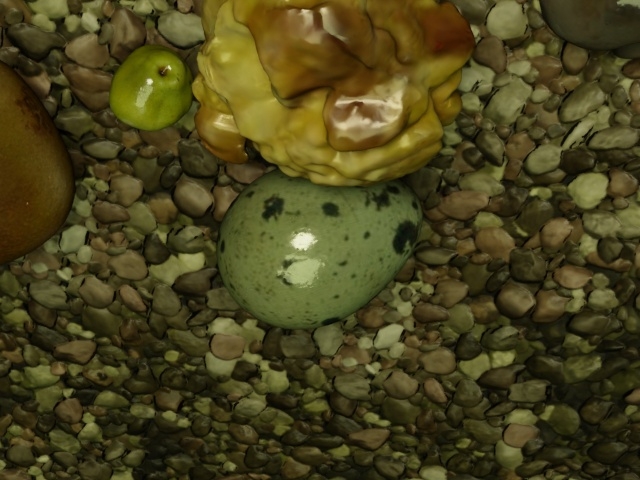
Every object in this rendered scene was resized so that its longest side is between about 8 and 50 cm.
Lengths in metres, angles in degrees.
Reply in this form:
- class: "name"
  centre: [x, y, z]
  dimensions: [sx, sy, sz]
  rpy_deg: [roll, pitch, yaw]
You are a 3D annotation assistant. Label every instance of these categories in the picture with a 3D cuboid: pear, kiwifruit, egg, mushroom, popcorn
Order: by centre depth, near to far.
- class: "mushroom"
  centre: [0.297, -0.236, 0.985]
  dimensions: [0.188, 0.117, 0.141]
  rpy_deg: [-20, 108, 23]
- class: "popcorn"
  centre: [0.006, -0.167, 1.000]
  dimensions: [0.265, 0.225, 0.332]
  rpy_deg: [40, 141, -7]
- class: "kiwifruit"
  centre: [-0.367, -0.090, 1.094]
  dimensions: [0.196, 0.196, 0.234]
  rpy_deg: [-13, 115, 14]
- class: "pear"
  centre: [-0.175, -0.155, 1.096]
  dimensions: [0.092, 0.092, 0.097]
  rpy_deg: [36, 162, -18]
- class: "egg"
  centre: [0.000, 0.000, 1.128]
  dimensions: [0.228, 0.177, 0.177]
  rpy_deg: [-20, 121, 3]
